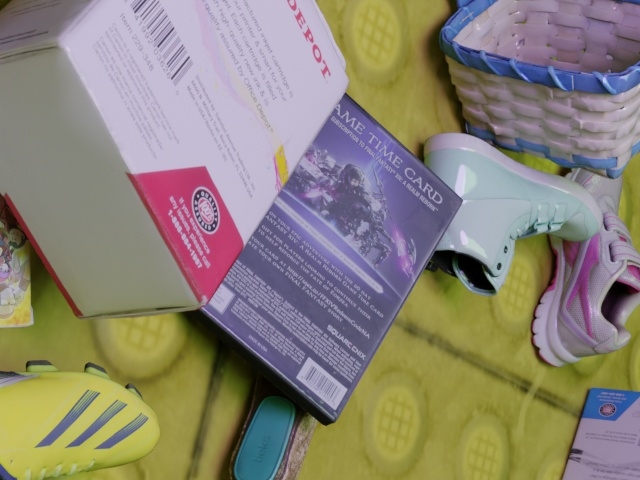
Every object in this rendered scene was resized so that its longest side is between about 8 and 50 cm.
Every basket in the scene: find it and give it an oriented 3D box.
[{"bbox_3d":[0.244,-0.226,1.451,0.201,0.255,0.289,-48,145,-35],"label":"basket"}]

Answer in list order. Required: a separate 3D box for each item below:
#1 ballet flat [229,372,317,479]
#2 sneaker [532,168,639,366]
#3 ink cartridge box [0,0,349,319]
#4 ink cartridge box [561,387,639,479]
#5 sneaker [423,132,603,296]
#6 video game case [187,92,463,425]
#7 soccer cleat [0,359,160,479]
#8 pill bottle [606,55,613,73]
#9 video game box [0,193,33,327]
[{"bbox_3d":[-0.027,0.144,1.291,0.067,0.073,0.206,72,40,-59],"label":"ballet flat"},{"bbox_3d":[0.326,0.024,1.641,0.103,0.111,0.252,20,75,-47],"label":"sneaker"},{"bbox_3d":[-0.119,-0.121,1.086,0.226,0.131,0.306,63,34,-27],"label":"ink cartridge box"},{"bbox_3d":[0.362,0.275,1.658,0.082,0.139,0.191,43,60,-41],"label":"ink cartridge box"},{"bbox_3d":[0.198,-0.002,1.508,0.256,0.094,0.151,20,69,-36],"label":"sneaker"},{"bbox_3d":[0.000,0.000,1.286,0.196,0.026,0.274,41,56,-13],"label":"video game case"},{"bbox_3d":[-0.221,0.140,1.005,0.289,0.093,0.121,24,41,-50],"label":"soccer cleat"},{"bbox_3d":[0.399,-0.213,1.744,0.152,0.086,0.086,-3,92,-48],"label":"pill bottle"},{"bbox_3d":[-0.294,-0.028,0.993,0.205,0.048,0.187,1,86,-48],"label":"video game box"}]
